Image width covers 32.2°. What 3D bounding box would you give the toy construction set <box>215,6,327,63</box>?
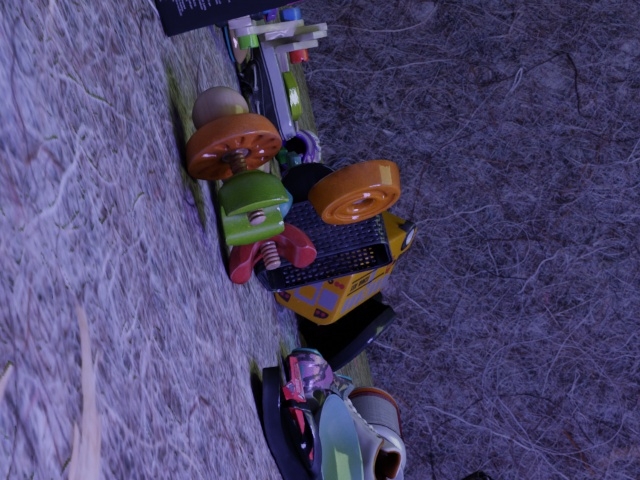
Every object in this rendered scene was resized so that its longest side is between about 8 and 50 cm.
[{"bbox_3d":[-0.113,-0.409,1.664,0.215,0.151,0.328,-71,136,-80],"label":"toy construction set"}]

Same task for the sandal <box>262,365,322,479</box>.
[{"bbox_3d":[-0.021,0.243,1.295,0.097,0.054,0.254,-98,173,-56],"label":"sandal"}]

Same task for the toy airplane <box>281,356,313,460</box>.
[{"bbox_3d":[-0.033,0.212,1.419,0.151,0.028,0.151,-15,90,-86],"label":"toy airplane"}]

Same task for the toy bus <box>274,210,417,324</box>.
[{"bbox_3d":[0.048,0.026,1.727,0.130,0.108,0.332,-68,165,16],"label":"toy bus"}]

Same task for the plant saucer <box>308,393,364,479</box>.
[{"bbox_3d":[0.015,0.312,1.536,0.195,0.037,0.195,-12,90,-73],"label":"plant saucer"}]

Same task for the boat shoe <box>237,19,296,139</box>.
[{"bbox_3d":[-0.098,-0.267,1.816,0.078,0.070,0.219,62,14,-78],"label":"boat shoe"}]

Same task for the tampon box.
[{"bbox_3d":[-0.105,-0.308,1.236,0.120,0.161,0.101,-94,169,-65],"label":"tampon box"}]

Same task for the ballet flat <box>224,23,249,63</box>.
[{"bbox_3d":[-0.133,-0.402,1.775,0.080,0.073,0.232,-27,104,-87],"label":"ballet flat"}]

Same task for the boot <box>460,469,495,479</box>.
[{"bbox_3d":[0.119,0.357,1.394,0.091,0.229,0.263,61,11,13],"label":"boot"}]

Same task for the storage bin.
[{"bbox_3d":[0.000,0.000,1.506,0.122,0.180,0.084,64,12,-72],"label":"storage bin"}]

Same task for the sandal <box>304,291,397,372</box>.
[{"bbox_3d":[0.030,0.131,1.914,0.107,0.167,0.446,49,2,-5],"label":"sandal"}]

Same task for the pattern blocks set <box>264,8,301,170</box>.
[{"bbox_3d":[-0.076,-0.279,1.972,0.285,0.026,0.325,-122,-157,-59],"label":"pattern blocks set"}]

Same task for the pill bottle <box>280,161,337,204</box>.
[{"bbox_3d":[-0.010,-0.051,1.910,0.219,0.123,0.123,77,0,-78],"label":"pill bottle"}]

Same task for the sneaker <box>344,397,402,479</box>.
[{"bbox_3d":[0.063,0.321,1.723,0.290,0.123,0.106,-100,173,-49],"label":"sneaker"}]

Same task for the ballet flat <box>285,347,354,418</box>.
[{"bbox_3d":[-0.004,0.214,1.594,0.221,0.077,0.079,53,41,-68],"label":"ballet flat"}]

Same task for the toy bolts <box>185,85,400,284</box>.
[{"bbox_3d":[-0.043,-0.074,1.215,0.228,0.218,0.158,111,-37,-65],"label":"toy bolts"}]

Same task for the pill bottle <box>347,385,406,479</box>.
[{"bbox_3d":[0.084,0.351,1.909,0.221,0.121,0.121,-93,168,-69],"label":"pill bottle"}]

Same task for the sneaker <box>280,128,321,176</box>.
[{"bbox_3d":[-0.032,-0.122,2.181,0.104,0.095,0.236,42,29,-71],"label":"sneaker"}]
